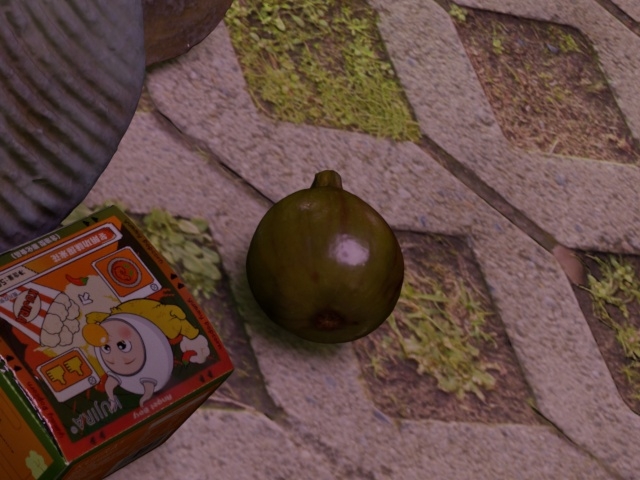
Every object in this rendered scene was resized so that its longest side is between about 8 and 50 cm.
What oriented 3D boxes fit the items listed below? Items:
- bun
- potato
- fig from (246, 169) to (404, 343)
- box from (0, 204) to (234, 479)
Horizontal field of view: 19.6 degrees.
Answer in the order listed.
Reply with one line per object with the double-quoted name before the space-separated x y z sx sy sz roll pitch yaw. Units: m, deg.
"bun" -0.309 -0.129 1.490 0.362 0.361 0.211 -16 32 -42
"potato" -0.189 -0.229 1.825 0.261 0.100 0.120 -33 41 -32
"fig" 0.013 0.005 1.726 0.142 0.148 0.186 3 60 20
"box" -0.209 0.100 1.488 0.195 0.148 0.177 -27 77 -45
